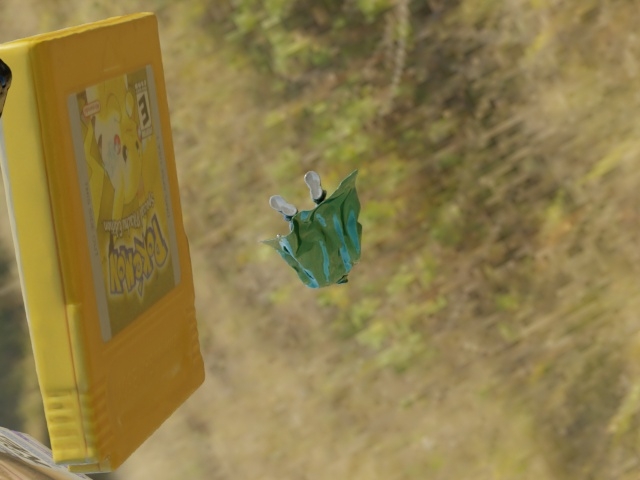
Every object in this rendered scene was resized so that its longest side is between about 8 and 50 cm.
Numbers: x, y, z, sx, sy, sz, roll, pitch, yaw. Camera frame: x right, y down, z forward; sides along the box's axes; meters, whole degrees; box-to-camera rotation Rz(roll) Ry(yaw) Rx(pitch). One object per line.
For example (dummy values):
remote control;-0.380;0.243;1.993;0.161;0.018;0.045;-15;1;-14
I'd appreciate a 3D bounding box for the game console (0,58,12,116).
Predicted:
game console;-0.217;-0.080;0.979;0.085;0.124;0.144;48;156;5

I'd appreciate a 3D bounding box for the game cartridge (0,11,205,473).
game cartridge;-0.163;-0.007;1.409;0.285;0.053;0.323;-45;-54;-73

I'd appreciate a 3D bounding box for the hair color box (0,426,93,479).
hair color box;-0.343;0.237;1.713;0.185;0.110;0.339;28;-179;33

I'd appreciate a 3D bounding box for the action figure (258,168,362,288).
action figure;0.000;0.000;2.115;0.063;0.137;0.232;56;175;27
